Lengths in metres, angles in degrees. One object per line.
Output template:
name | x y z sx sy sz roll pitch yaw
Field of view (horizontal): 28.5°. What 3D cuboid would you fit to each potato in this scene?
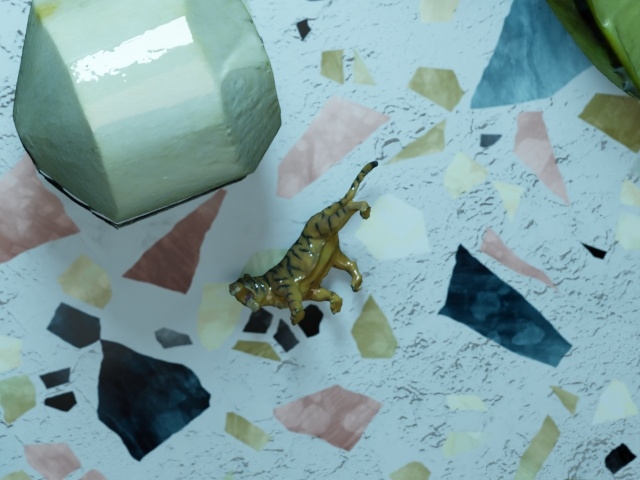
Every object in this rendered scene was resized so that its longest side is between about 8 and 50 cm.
potato | 0.400 -0.335 1.595 0.330 0.213 0.280 -30 123 -11

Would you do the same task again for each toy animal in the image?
toy animal | 0.003 0.003 1.654 0.116 0.114 0.255 35 91 29

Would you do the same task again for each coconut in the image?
coconut | -0.212 -0.172 1.475 0.323 0.323 0.322 -2 103 -8
